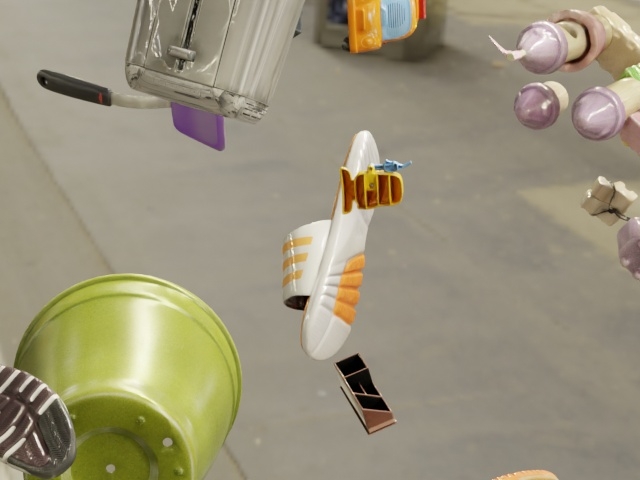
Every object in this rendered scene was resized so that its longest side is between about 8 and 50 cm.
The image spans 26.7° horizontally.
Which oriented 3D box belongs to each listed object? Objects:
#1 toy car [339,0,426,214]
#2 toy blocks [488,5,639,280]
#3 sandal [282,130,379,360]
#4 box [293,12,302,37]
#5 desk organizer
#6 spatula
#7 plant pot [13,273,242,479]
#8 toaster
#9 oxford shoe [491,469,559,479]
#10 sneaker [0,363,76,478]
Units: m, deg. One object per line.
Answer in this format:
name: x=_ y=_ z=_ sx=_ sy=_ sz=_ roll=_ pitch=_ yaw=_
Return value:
toy car: x=0.032 y=-0.075 z=0.656 sx=0.040 sy=0.122 sz=0.060 roll=-1 pitch=2 yaw=8
toy blocks: x=0.317 y=-0.121 z=1.384 sx=0.288 sy=0.309 sz=0.260 roll=45 pitch=34 yaw=12
sandal: x=0.003 y=0.004 z=1.445 sx=0.076 sy=0.102 sz=0.265 roll=4 pitch=64 yaw=21
box: x=-0.104 y=-0.283 z=1.579 sx=0.051 sy=0.175 sz=0.220 roll=20 pitch=-29 yaw=-36
desk organizer: x=0.064 y=0.225 z=1.993 sx=0.047 sy=0.050 sz=0.130 roll=-22 pitch=33 yaw=-8
spatula: x=-0.251 y=-0.186 z=1.770 sx=0.296 sy=0.084 sz=0.030 roll=14 pitch=36 yaw=20
plant pot: x=-0.299 y=0.273 z=1.997 sx=0.366 sy=0.367 sz=0.353 roll=2 pitch=14 yaw=-4
toaster: x=-0.092 y=-0.188 z=1.201 sx=0.129 sy=0.147 sz=0.227 roll=17 pitch=4 yaw=6
oxford shoe: x=0.160 y=0.341 z=1.321 sx=0.132 sy=0.130 sz=0.363 roll=35 pitch=36 yaw=26
sneaker: x=-0.398 y=0.234 z=1.759 sx=0.281 sy=0.162 sz=0.106 roll=35 pitch=70 yaw=29
